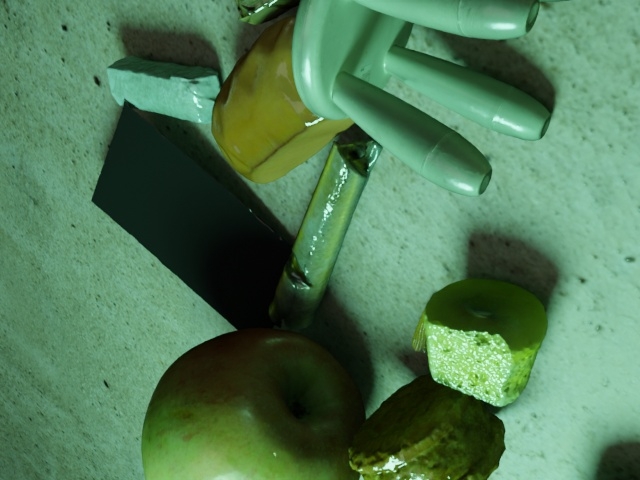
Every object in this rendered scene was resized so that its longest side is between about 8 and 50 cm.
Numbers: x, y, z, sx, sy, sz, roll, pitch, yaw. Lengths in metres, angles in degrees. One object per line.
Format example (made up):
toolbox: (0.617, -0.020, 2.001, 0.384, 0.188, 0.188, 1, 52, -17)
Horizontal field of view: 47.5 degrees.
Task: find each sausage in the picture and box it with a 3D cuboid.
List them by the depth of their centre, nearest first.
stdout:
sausage: (-0.046, -0.155, 0.847, 0.241, 0.120, 0.136, -38, 72, 48)

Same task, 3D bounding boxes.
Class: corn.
corn: (0.135, 0.110, 0.913, 0.027, 0.028, 0.083, 37, 131, 28)

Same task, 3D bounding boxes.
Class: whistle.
whistle: (0.000, -0.001, 0.941, 0.057, 0.068, 0.326, 57, 142, 33)

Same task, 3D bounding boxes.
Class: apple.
apple: (-0.080, 0.271, 1.002, 0.277, 0.319, 0.319, -31, 92, 45)

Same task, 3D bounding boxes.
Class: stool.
stool: (0.103, -0.169, 0.644, 0.199, 0.195, 0.195, 29, 131, 25)

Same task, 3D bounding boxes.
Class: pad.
pad: (-0.190, -0.012, 1.109, 0.367, 0.007, 0.247, 41, 137, 3)

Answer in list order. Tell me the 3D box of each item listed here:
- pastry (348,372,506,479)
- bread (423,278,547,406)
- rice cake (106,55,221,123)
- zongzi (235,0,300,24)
pastry: (0.129, 0.244, 0.885, 0.103, 0.189, 0.189, 54, 138, -5)
bread: (0.182, 0.106, 0.805, 0.129, 0.111, 0.114, 22, 132, 29)
rice cake: (-0.217, -0.213, 1.010, 0.206, 0.063, 0.069, 20, 132, 33)
zongzi: (-0.036, -0.331, 0.767, 0.176, 0.078, 0.160, -16, 103, 36)
